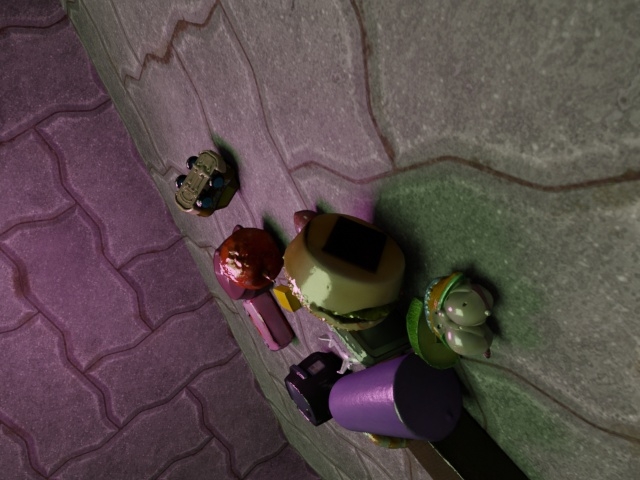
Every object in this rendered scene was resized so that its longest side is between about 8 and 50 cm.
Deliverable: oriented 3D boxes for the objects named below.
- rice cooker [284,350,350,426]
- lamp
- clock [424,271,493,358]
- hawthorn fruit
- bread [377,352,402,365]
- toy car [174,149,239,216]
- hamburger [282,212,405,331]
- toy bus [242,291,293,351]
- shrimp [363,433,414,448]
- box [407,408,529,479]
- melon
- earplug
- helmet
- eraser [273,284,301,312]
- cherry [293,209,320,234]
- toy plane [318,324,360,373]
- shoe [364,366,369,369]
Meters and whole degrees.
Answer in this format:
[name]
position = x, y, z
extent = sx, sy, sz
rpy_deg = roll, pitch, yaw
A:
[rice cooker]
position = -0.003, 0.588, 1.909
extent = 0.267, 0.224, 0.267
rpy_deg = 43, 153, 28
[lamp]
position = 0.107, 0.188, 1.221
extent = 0.266, 0.269, 0.047
rpy_deg = 49, 117, 25
[clock]
position = 0.294, 0.156, 0.986
extent = 0.144, 0.103, 0.231
rpy_deg = 28, 144, 46
[hawthorn fruit]
position = -0.243, 0.088, 1.774
extent = 0.272, 0.242, 0.242
rpy_deg = 41, 150, 35
[bread]
position = 0.152, 0.290, 1.424
extent = 0.217, 0.098, 0.147
rpy_deg = 63, 159, -6
[toy car]
position = -0.415, -0.200, 1.810
extent = 0.204, 0.248, 0.198
rpy_deg = 36, -174, 36
[hamburger]
position = 0.056, 0.071, 1.112
extent = 0.302, 0.302, 0.170
rpy_deg = 45, 131, 29
[toy bus]
position = -0.246, 0.384, 2.251
extent = 0.302, 0.127, 0.147
rpy_deg = 59, 153, -2
[shrimp]
position = 0.198, 0.589, 1.556
extent = 0.287, 0.185, 0.068
rpy_deg = 32, 121, 32
[box]
position = 0.393, 0.608, 1.276
extent = 0.273, 0.143, 0.184
rpy_deg = 47, 153, 23
[melon]
position = 0.260, 0.218, 1.117
extent = 0.064, 0.118, 0.209
rpy_deg = 26, 136, 58
[earplug]
position = 0.173, 0.450, 1.343
extent = 0.215, 0.215, 0.456
rpy_deg = 57, 147, 3
[helmet]
position = -0.376, 0.122, 2.117
extent = 0.271, 0.197, 0.338
rpy_deg = 16, 133, 60
[eraser]
position = -0.142, 0.242, 1.986
extent = 0.122, 0.045, 0.097
rpy_deg = 9, 127, 60
[cherry]
position = 0.000, 0.000, 1.393
extent = 0.225, 0.090, 0.107
rpy_deg = 52, 144, -7
[toy plane]
position = 0.087, 0.345, 1.576
extent = 0.255, 0.101, 0.251
rpy_deg = 21, 124, 60
[shoe]
position = 0.184, 0.434, 1.579
extent = 0.143, 0.064, 0.071
rpy_deg = 63, 174, 4
